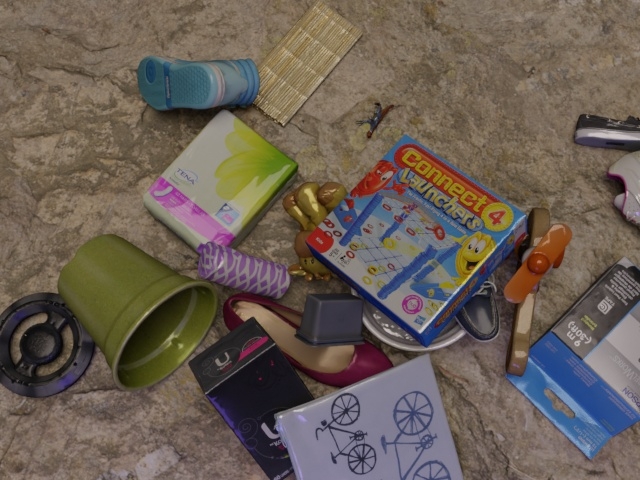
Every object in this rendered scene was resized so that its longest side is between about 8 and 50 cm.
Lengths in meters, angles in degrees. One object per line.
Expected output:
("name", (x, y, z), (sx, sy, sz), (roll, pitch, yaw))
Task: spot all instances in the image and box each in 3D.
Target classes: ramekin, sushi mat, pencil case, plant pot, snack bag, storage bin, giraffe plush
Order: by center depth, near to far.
("snack bag", (0.105, 0.424, 1.582), (0.342, 0.037, 0.323), (-20, 102, -14))
("storage bin", (0.022, 0.153, 1.606), (0.135, 0.098, 0.091), (2, 101, -32))
("plant pot", (-0.397, 0.126, 1.673), (0.254, 0.276, 0.276), (38, 78, 23))
("pencil case", (-0.159, 0.062, 1.708), (0.086, 0.206, 0.088), (-51, 38, 27))
("ramekin", (0.201, 0.106, 1.709), (0.277, 0.135, 0.277), (0, 74, 1))
("giraffe plush", (0.000, 0.000, 1.713), (0.210, 0.181, 0.170), (40, 55, -18))
("sushi mat", (-0.049, -0.427, 1.924), (0.151, 0.019, 0.316), (37, 78, 10))

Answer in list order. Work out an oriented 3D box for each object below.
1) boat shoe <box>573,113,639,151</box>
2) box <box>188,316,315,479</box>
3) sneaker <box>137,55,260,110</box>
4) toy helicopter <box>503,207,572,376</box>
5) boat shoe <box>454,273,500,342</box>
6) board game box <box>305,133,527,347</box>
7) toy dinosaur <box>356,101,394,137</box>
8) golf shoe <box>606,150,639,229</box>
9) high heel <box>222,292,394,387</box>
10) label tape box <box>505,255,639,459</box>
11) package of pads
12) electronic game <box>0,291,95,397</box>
("boat shoe", (0.695, -0.250, 1.830), (0.228, 0.080, 0.076), (6, 76, 11))
("box", (-0.110, 0.315, 1.585), (0.165, 0.143, 0.270), (-36, 117, -8))
("sneaker", (-0.267, -0.363, 1.858), (0.319, 0.208, 0.127), (20, 114, 43))
("toy helicopter", (0.431, 0.101, 1.652), (0.140, 0.235, 0.355), (11, 75, 4))
("boat shoe", (0.295, 0.078, 1.603), (0.095, 0.079, 0.254), (-13, 74, -1))
("board game box", (0.183, -0.007, 1.556), (0.308, 0.086, 0.302), (38, 80, 26))
("toy dinosaur", (0.131, -0.278, 1.868), (0.090, 0.047, 0.082), (1, 93, -9))
("golf shoe", (0.728, -0.055, 1.767), (0.140, 0.115, 0.306), (-17, 73, 14))
("high heel", (-0.025, 0.213, 1.660), (0.377, 0.181, 0.127), (16, 76, 6))
("label tape box", (0.599, 0.242, 1.673), (0.348, 0.115, 0.249), (-43, 78, -11))
("package of pads", (-0.226, -0.121, 1.801), (0.229, 0.101, 0.296), (39, 78, 10))
("electronic game", (-0.604, 0.224, 1.741), (0.229, 0.048, 0.229), (0, 73, 0))
